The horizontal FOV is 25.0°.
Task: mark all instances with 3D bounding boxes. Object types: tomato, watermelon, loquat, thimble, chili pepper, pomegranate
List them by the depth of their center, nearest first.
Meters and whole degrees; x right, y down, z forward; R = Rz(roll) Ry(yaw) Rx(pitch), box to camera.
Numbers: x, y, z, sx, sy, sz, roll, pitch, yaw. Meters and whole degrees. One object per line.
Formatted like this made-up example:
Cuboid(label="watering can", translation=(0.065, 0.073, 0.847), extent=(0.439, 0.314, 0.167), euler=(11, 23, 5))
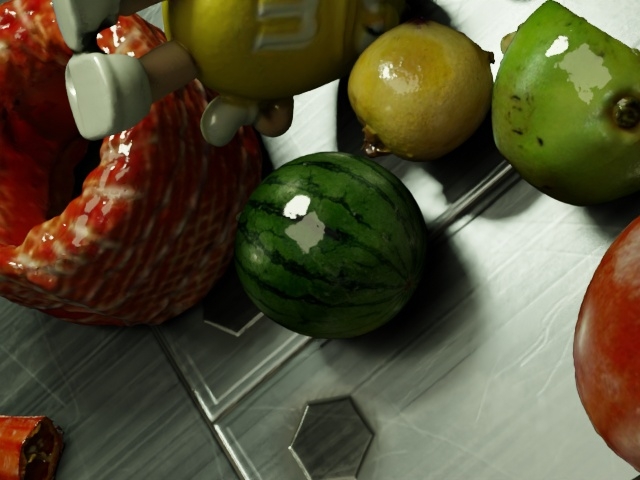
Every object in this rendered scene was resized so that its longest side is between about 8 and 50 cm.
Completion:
Cuboid(label="tomato", translation=(0.367, 0.077, 1.173), extent=(0.289, 0.176, 0.335), euler=(-33, 55, -14))
Cuboid(label="pomegranate", translation=(0.228, -0.130, 1.357), extent=(0.241, 0.190, 0.159), euler=(41, 103, 30))
Cuboid(label="loquat", translation=(0.098, -0.147, 1.424), extent=(0.163, 0.137, 0.163), euler=(-32, 22, 15))
Cuboid(label="watermelon", translation=(0.000, 0.000, 1.436), extent=(0.214, 0.188, 0.188), euler=(26, 88, 24))
Cuboid(label="thimble", translation=(-0.249, -0.084, 1.569), extent=(0.350, 0.230, 0.350), euler=(-9, 70, 27))
Cuboid(label="chili pepper", translation=(-0.376, 0.226, 1.639), extent=(0.169, 0.065, 0.088), euler=(11, 79, 33))

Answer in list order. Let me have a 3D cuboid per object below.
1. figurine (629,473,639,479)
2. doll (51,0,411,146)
Cuboid(label="figurine", translation=(0.280, 0.252, 1.264), extent=(0.245, 0.110, 0.138), euler=(-29, 55, 25))
Cuboid(label="doll", translation=(-0.088, -0.250, 1.406), extent=(0.423, 0.348, 0.161), euler=(-46, 42, -18))
